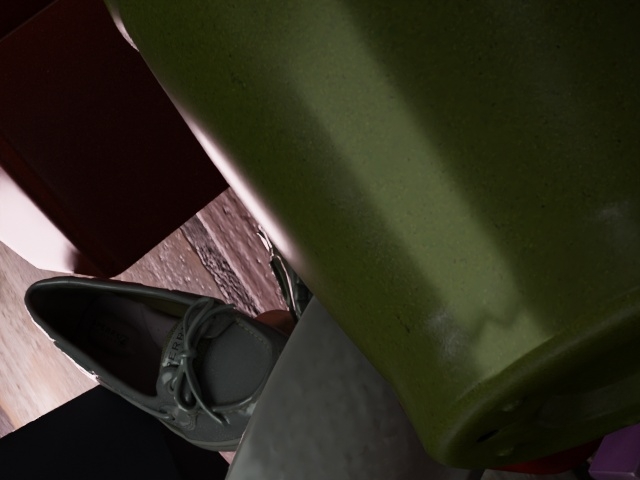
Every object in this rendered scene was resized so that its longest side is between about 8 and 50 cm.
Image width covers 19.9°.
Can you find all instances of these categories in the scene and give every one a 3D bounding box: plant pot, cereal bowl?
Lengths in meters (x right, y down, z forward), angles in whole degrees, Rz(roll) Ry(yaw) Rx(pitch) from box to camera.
[{"bbox_3d":[0.092,-0.089,0.907,0.353,0.366,0.366,66,154,19],"label":"plant pot"},{"bbox_3d":[-0.215,-0.114,1.617,0.267,0.267,0.236,5,130,59],"label":"plant pot"},{"bbox_3d":[0.050,0.140,1.322,0.141,0.339,0.339,26,142,10],"label":"cereal bowl"}]

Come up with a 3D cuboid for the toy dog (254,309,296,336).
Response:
[{"bbox_3d":[-0.005,0.229,1.627,0.220,0.161,0.333,-19,96,62],"label":"toy dog"}]

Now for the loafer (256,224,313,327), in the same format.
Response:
[{"bbox_3d":[0.000,0.000,1.522,0.087,0.094,0.251,180,72,-79],"label":"loafer"}]

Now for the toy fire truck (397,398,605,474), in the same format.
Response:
[{"bbox_3d":[0.166,0.085,1.183,0.246,0.217,0.158,55,154,-15],"label":"toy fire truck"}]

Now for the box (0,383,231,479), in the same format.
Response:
[{"bbox_3d":[-0.218,0.328,1.765,0.179,0.312,0.343,65,-176,35],"label":"box"}]

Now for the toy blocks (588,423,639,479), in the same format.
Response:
[{"bbox_3d":[0.298,0.194,0.946,0.260,0.309,0.288,38,163,-22],"label":"toy blocks"}]

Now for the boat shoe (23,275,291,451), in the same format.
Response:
[{"bbox_3d":[-0.134,0.094,1.554,0.103,0.118,0.320,34,170,-40],"label":"boat shoe"}]
